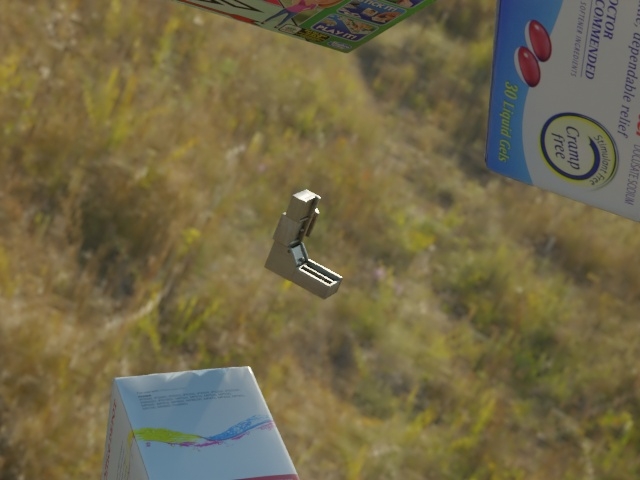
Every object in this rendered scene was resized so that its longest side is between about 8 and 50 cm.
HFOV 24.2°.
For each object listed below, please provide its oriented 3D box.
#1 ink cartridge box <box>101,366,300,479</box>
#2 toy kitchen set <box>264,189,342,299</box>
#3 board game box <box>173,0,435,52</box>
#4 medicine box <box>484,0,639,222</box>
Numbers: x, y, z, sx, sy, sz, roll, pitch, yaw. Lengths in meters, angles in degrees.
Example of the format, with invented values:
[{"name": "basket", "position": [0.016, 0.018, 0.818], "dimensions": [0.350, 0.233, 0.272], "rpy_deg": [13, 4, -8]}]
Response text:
[{"name": "ink cartridge box", "position": [-0.101, 0.209, 1.242], "dimensions": [0.127, 0.128, 0.176], "rpy_deg": [-4, 38, -21]}, {"name": "toy kitchen set", "position": [0.000, 0.000, 1.510], "dimensions": [0.075, 0.083, 0.068], "rpy_deg": [29, 22, 16]}, {"name": "board game box", "position": [-0.046, -0.271, 1.427], "dimensions": [0.317, 0.046, 0.213], "rpy_deg": [12, -19, -30]}, {"name": "medicine box", "position": [0.306, -0.156, 1.271], "dimensions": [0.289, 0.263, 0.149], "rpy_deg": [21, 45, 23]}]
